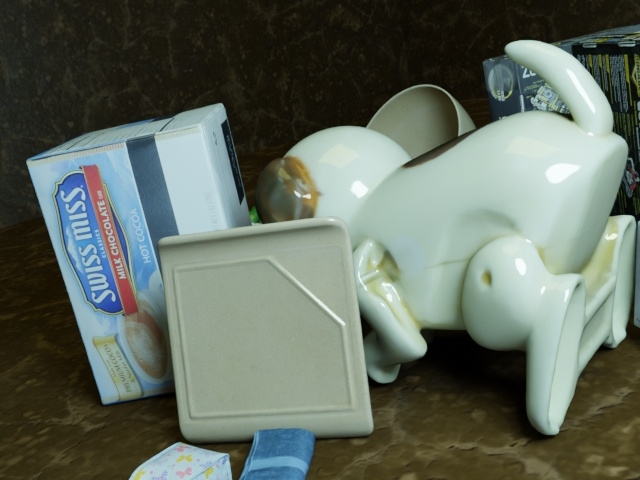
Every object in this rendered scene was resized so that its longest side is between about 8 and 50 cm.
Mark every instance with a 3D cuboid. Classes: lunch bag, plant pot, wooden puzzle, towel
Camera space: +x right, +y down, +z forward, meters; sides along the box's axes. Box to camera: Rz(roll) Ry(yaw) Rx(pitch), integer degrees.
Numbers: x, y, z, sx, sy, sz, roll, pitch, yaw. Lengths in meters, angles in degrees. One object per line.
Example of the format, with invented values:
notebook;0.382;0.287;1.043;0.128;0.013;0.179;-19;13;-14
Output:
lunch bag;-0.138;0.239;0.710;0.071;0.053;0.083;1;10;32
plant pot;0.234;-0.157;1.535;0.190;0.284;0.284;22;-9;-39
wooden puzzle;-0.061;0.102;0.796;0.220;0.239;0.044;-7;5;16
towel;-0.044;0.227;0.726;0.067;0.029;0.119;-7;16;11

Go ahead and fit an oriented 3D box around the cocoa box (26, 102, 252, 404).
cocoa box;-0.217;0.011;1.019;0.227;0.347;0.231;-11;16;3

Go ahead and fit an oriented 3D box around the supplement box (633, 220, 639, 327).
supplement box;0.480;0.032;0.817;0.239;0.130;0.073;-8;16;-9

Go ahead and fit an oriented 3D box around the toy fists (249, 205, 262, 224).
toy fists;-0.114;-0.025;1.533;0.279;0.096;0.142;-7;11;36

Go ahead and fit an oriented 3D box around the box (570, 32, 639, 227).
box;0.524;-0.177;1.212;0.079;0.322;0.257;-14;15;-6

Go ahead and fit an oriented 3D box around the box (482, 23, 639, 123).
box;0.512;-0.239;1.451;0.394;0.319;0.097;-21;18;-29

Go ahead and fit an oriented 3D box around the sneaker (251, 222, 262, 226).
sneaker;-0.181;0.047;1.354;0.252;0.103;0.111;-26;21;-20

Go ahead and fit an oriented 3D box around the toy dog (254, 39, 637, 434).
toy dog;0.116;-0.015;0.836;0.407;0.396;0.284;11;34;35
